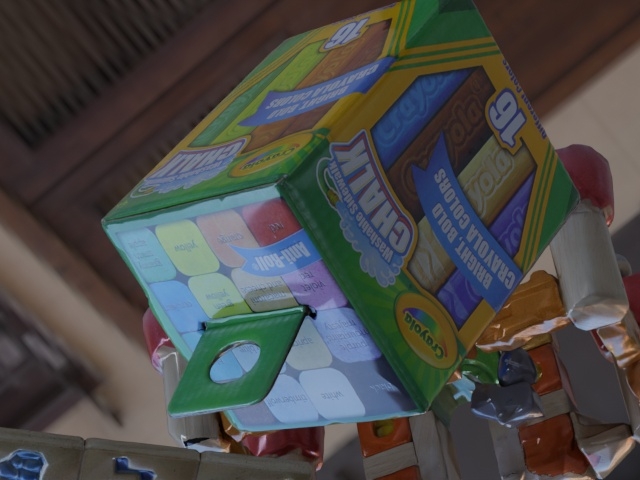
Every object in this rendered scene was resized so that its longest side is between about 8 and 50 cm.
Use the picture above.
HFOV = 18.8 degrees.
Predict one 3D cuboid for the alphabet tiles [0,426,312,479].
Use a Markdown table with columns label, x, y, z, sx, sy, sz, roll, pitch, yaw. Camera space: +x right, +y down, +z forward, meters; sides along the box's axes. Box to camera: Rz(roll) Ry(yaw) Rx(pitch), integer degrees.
| label | x | y | z | sx | sy | sz | roll | pitch | yaw |
| --- | --- | --- | --- | --- | --- | --- | --- | --- | --- |
| alphabet tiles | -0.145 | 0.197 | 1.036 | 0.342 | 0.285 | 0.011 | 7 | -136 | -9 |

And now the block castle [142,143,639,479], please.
| label | x | y | z | sx | sy | sz | roll | pitch | yaw |
| --- | --- | --- | --- | --- | --- | --- | --- | --- | --- |
| block castle | 0.095 | 0.102 | 1.796 | 0.303 | 0.453 | 0.213 | 53 | -159 | -48 |

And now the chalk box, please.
| label | x | y | z | sx | sy | sz | roll | pitch | yaw |
| --- | --- | --- | --- | --- | --- | --- | --- | --- | --- |
| chalk box | 0.000 | 0.000 | 1.226 | 0.289 | 0.180 | 0.179 | -48 | -64 | -39 |
